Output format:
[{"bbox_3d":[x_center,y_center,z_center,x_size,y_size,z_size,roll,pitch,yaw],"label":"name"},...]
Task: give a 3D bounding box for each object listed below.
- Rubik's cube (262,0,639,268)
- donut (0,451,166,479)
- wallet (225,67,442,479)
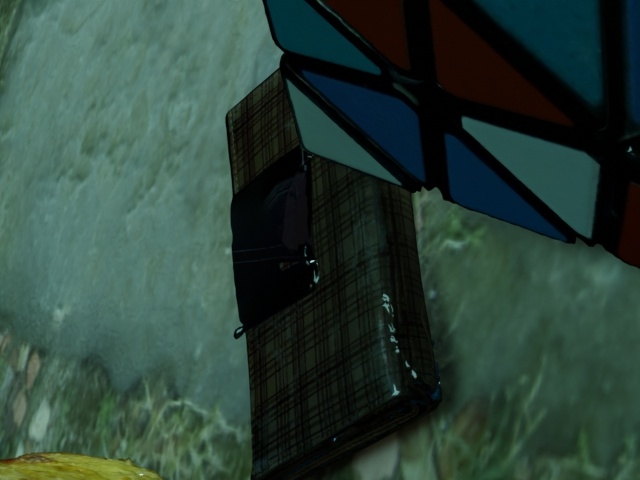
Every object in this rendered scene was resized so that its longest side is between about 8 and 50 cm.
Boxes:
[{"bbox_3d":[0.091,-0.069,0.564,0.284,0.250,0.234,-42,66,17],"label":"Rubik's cube"},{"bbox_3d":[-0.104,0.174,0.743,0.295,0.151,0.112,2,87,54],"label":"donut"},{"bbox_3d":[0.000,0.000,0.765,0.124,0.042,0.230,-35,50,38],"label":"wallet"}]
